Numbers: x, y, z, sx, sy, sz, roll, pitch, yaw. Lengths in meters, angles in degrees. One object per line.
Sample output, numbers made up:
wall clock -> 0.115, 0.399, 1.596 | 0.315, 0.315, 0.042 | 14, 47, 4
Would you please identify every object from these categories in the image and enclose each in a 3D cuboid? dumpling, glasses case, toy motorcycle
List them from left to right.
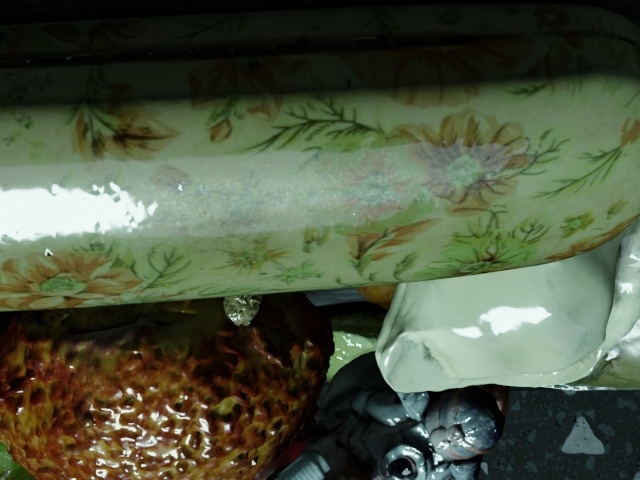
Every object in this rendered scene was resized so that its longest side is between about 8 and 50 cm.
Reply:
glasses case -> -0.042, -0.038, 0.635 | 0.425, 0.098, 0.156 | -4, 146, -6
toy motorcycle -> 0.033, 0.210, 1.154 | 0.401, 0.134, 0.207 | -37, -164, -18
dumpling -> 0.148, 0.028, 0.921 | 0.162, 0.132, 0.250 | 28, 119, -26

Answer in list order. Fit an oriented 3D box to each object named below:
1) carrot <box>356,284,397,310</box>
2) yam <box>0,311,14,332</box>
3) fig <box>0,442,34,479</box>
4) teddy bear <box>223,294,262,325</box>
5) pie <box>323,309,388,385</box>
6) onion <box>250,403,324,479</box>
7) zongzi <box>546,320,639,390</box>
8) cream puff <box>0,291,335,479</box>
carrot -> 0.084, 0.050, 1.268 | 0.072, 0.072, 0.205 | -11, 165, 30
yam -> -0.340, 0.089, 1.309 | 0.066, 0.066, 0.299 | -6, 168, 5
fig -> -0.368, 0.198, 1.547 | 0.245, 0.195, 0.195 | -26, 165, 9
teddy bear -> -0.005, -0.006, 0.952 | 0.160, 0.078, 0.119 | -20, 148, -9
pie -> 0.029, 0.134, 1.621 | 0.248, 0.090, 0.201 | -10, 170, 44
onion -> -0.178, 0.286, 1.644 | 0.398, 0.398, 0.420 | 2, -152, -33
zongzi -> 0.247, 0.035, 0.992 | 0.323, 0.160, 0.360 | -3, 174, -5
cream puff -> -0.154, 0.147, 1.262 | 0.350, 0.228, 0.350 | -7, 169, -1
